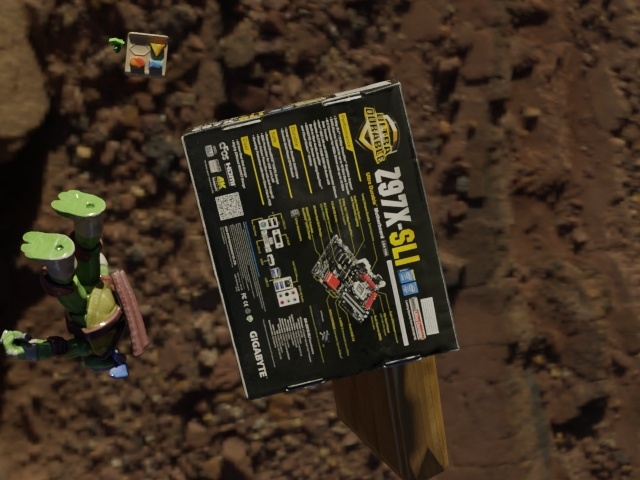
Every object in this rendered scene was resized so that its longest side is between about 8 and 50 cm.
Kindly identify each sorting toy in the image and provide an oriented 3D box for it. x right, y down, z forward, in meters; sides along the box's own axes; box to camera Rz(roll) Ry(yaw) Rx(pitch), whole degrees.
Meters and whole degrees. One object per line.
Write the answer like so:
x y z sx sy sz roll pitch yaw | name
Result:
-0.256 -0.260 1.772 0.012 0.083 0.062 -139 54 -67 | sorting toy

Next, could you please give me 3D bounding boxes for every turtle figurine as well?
-0.375 0.062 1.753 0.275 0.198 0.266 43 146 34 | turtle figurine

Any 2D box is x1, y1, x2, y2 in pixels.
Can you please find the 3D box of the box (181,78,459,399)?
0.000 0.000 1.464 0.257 0.079 0.322 -14 98 -3 | box

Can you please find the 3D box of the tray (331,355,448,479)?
0.070 0.120 1.733 0.203 0.076 0.411 37 143 52 | tray
